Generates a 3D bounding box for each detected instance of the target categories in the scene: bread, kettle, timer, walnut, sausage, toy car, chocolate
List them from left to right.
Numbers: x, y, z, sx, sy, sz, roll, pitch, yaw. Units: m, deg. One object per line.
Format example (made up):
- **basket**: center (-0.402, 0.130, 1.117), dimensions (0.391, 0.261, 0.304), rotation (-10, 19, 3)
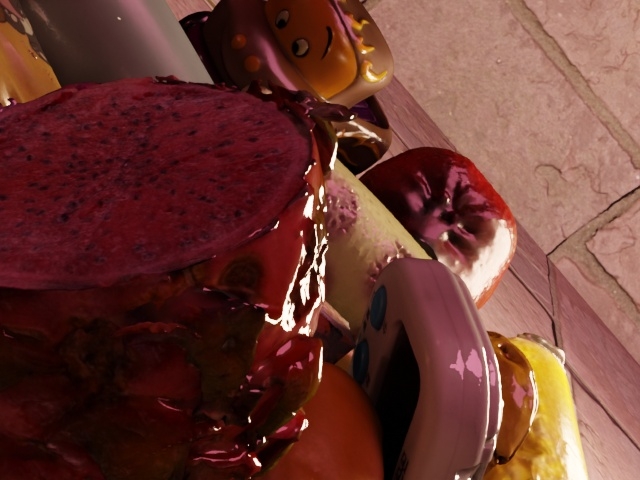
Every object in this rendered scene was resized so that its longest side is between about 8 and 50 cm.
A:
- **kettle**: center (-0.208, -0.176, 1.668), dimensions (0.243, 0.160, 0.210), rotation (54, -15, -15)
- **toy car**: center (-0.019, -0.192, 1.985), dimensions (0.271, 0.240, 0.341), rotation (60, 18, 19)
- **sausage**: center (-0.008, 0.219, 1.299), dimensions (0.134, 0.116, 0.354), rotation (53, 15, -20)
- **bread**: center (0.000, 0.000, 1.781), dimensions (0.338, 0.155, 0.187), rotation (45, 6, -16)
- **timer**: center (0.086, 0.161, 1.474), dimensions (0.087, 0.262, 0.237), rotation (4, 33, -16)
- **walnut**: center (0.144, 0.167, 1.790), dimensions (0.087, 0.167, 0.211), rotation (32, 12, -28)
- **chocolate**: center (0.235, 0.268, 1.828), dimensions (0.162, 0.162, 0.445), rotation (46, 17, -19)

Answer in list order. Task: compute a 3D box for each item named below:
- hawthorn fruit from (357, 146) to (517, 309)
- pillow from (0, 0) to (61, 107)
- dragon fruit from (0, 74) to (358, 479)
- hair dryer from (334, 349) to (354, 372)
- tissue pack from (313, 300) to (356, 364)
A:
- **hawthorn fruit**: center (0.129, 0.027, 2.025), dimensions (0.210, 0.230, 0.266), rotation (21, -31, 17)
- **pillow**: center (-0.345, -0.198, 1.268), dimensions (0.312, 0.119, 0.310), rotation (14, 40, -51)
- **dragon fruit**: center (-0.131, 0.058, 1.087), dimensions (0.296, 0.314, 0.262), rotation (-71, 158, -54)
- **hair dryer**: center (0.037, 0.120, 1.677), dimensions (0.279, 0.135, 0.090), rotation (39, 17, -7)
- **tissue pack**: center (-0.055, 0.077, 1.518), dimensions (0.148, 0.109, 0.060), rotation (45, 13, -25)
